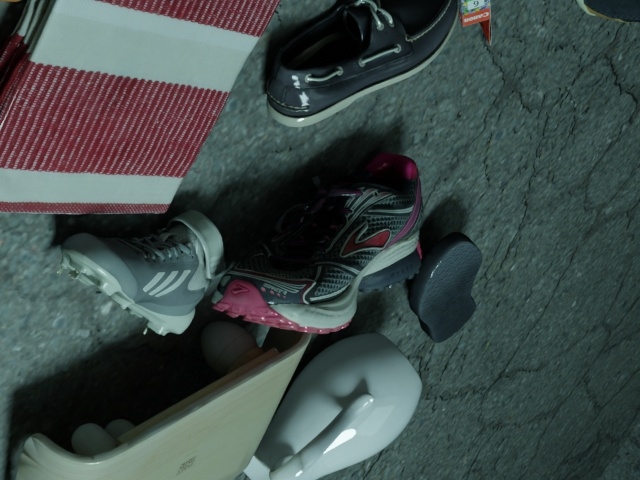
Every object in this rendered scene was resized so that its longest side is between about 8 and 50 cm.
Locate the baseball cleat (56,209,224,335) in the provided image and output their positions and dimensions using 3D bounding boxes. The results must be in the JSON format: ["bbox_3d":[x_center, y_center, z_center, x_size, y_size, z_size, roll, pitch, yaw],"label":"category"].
[{"bbox_3d":[-0.140,0.011,1.045,0.109,0.072,0.206,-56,162,-8],"label":"baseball cleat"}]

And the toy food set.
[{"bbox_3d":[-0.153,0.177,1.202,0.306,0.092,0.220,-26,154,-38],"label":"toy food set"}]

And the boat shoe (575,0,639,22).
[{"bbox_3d":[0.346,-0.401,1.205,0.187,0.156,0.500,-34,146,-28],"label":"boat shoe"}]

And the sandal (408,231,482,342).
[{"bbox_3d":[0.137,0.056,1.531,0.097,0.054,0.254,-38,159,-12],"label":"sandal"}]

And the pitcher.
[{"bbox_3d":[0.015,0.193,1.385,0.207,0.125,0.178,-39,-176,-15],"label":"pitcher"}]

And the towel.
[{"bbox_3d":[-0.114,-0.163,0.910,0.237,0.037,0.329,-1,124,-59],"label":"towel"}]

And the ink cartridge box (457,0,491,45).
[{"bbox_3d":[0.130,-0.230,1.164,0.029,0.063,0.115,-17,147,-2],"label":"ink cartridge box"}]

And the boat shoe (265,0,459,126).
[{"bbox_3d":[0.040,-0.171,1.089,0.206,0.075,0.065,-35,151,-21],"label":"boat shoe"}]

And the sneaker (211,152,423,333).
[{"bbox_3d":[0.000,0.000,1.191,0.299,0.121,0.112,-33,132,-56],"label":"sneaker"}]
